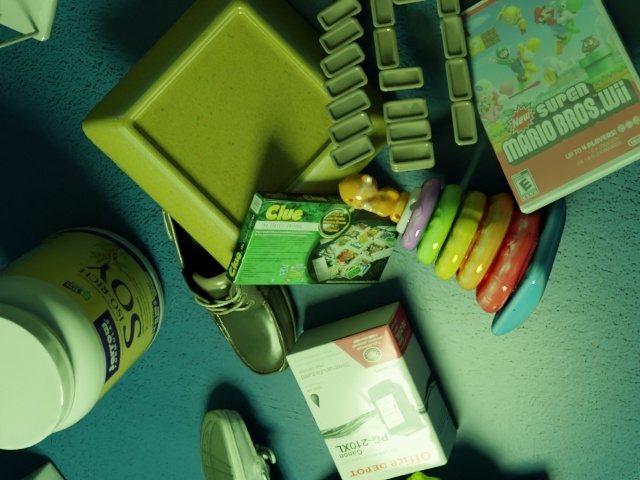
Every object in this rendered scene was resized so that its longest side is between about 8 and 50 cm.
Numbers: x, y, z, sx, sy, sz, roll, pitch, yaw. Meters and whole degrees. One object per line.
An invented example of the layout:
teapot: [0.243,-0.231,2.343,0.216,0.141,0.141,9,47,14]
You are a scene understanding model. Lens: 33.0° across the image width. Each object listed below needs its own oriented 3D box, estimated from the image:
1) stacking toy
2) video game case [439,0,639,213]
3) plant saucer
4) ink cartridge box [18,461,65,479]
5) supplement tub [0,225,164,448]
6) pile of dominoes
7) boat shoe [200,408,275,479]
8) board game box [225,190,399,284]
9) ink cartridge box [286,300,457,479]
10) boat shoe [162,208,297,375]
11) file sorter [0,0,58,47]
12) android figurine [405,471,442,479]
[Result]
stacking toy: [0.164,-0.019,1.459,0.301,0.166,0.175,23,144,2]
video game case: [0.295,-0.205,1.388,0.204,0.025,0.285,-28,72,22]
plant saucer: [-0.107,-0.163,1.484,0.333,0.081,0.333,44,92,-3]
ink cartridge box: [-0.457,0.571,1.826,0.129,0.223,0.307,-32,99,23]
supplement tub: [-0.396,0.136,1.595,0.240,0.331,0.241,5,110,13]
pile of dominoes: [0.100,-0.219,1.446,0.195,0.040,0.251,-7,81,5]
boat shoe: [-0.105,0.410,1.749,0.118,0.103,0.321,-3,110,57]
board game box: [0.000,0.000,1.509,0.030,0.259,0.136,47,124,42]
ink cartridge box: [0.080,0.235,1.630,0.171,0.100,0.237,-19,103,21]
boat shoe: [-0.150,0.054,1.609,0.132,0.130,0.356,-22,101,21]
file sorter: [-0.522,-0.411,1.521,0.277,0.173,0.193,24,113,6]
android figurine: [0.180,0.470,1.652,0.248,0.056,0.273,28,135,40]
